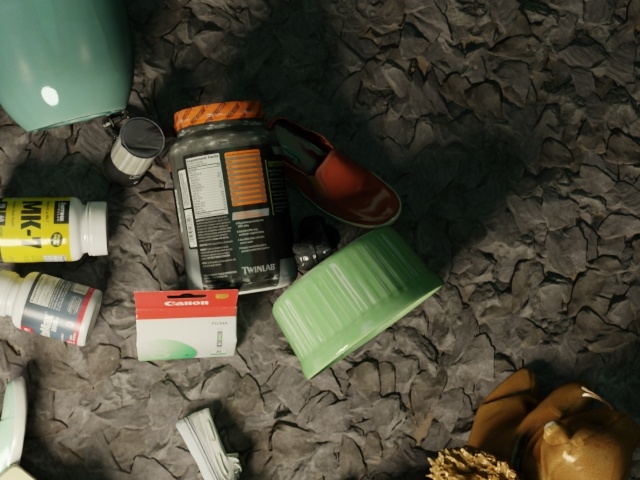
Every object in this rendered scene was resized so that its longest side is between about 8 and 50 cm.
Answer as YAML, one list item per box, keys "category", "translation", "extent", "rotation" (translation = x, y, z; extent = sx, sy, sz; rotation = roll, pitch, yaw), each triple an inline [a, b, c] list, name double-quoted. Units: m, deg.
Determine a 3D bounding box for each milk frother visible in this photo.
- category: "milk frother"
  translation: [-0.355, -0.195, 1.680]
  extent: [0.143, 0.135, 0.129]
  rotation: [47, 55, -3]

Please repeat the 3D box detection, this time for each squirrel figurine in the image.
- category: "squirrel figurine"
  translation: [0.383, 0.417, 1.596]
  extent: [0.397, 0.370, 0.281]
  rotation: [-29, 88, -12]

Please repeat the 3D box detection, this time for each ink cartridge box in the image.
- category: "ink cartridge box"
  translation: [-0.238, 0.153, 1.606]
  extent: [0.181, 0.224, 0.056]
  rotation: [-1, 66, -9]

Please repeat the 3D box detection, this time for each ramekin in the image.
- category: "ramekin"
  translation: [0.059, 0.106, 1.631]
  extent: [0.303, 0.303, 0.148]
  rotation: [-34, 81, -12]

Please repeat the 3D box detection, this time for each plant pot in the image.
- category: "plant pot"
  translation: [-0.469, -0.327, 1.615]
  extent: [0.293, 0.293, 0.235]
  rotation: [-15, 98, -11]

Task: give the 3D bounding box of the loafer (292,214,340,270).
- category: "loafer"
  translation: [0.000, 0.000, 1.673]
  extent: [0.078, 0.223, 0.076]
  rotation: [-14, 105, 8]

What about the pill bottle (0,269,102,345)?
- category: "pill bottle"
  translation: [-0.496, 0.117, 1.627]
  extent: [0.180, 0.108, 0.108]
  rotation: [17, 79, -6]

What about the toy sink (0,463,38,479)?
- category: "toy sink"
  translation: [-0.480, 0.519, 1.521]
  extent: [0.153, 0.131, 0.234]
  rotation: [-46, 113, -13]

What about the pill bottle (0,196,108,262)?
- category: "pill bottle"
  translation: [-0.495, -0.020, 1.642]
  extent: [0.208, 0.119, 0.119]
  rotation: [-2, 82, -10]

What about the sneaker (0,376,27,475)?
- category: "sneaker"
  translation: [-0.599, 0.359, 1.577]
  extent: [0.151, 0.094, 0.256]
  rotation: [10, 83, -14]

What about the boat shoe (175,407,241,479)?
- category: "boat shoe"
  translation: [-0.181, 0.414, 1.649]
  extent: [0.076, 0.083, 0.226]
  rotation: [-29, 87, -11]

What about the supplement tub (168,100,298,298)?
- category: "supplement tub"
  translation: [-0.162, -0.074, 1.641]
  extent: [0.207, 0.207, 0.338]
  rotation: [-8, 91, -11]

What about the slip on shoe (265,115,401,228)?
- category: "slip on shoe"
  translation: [0.014, -0.131, 1.753]
  extent: [0.331, 0.101, 0.123]
  rotation: [34, 76, -5]
